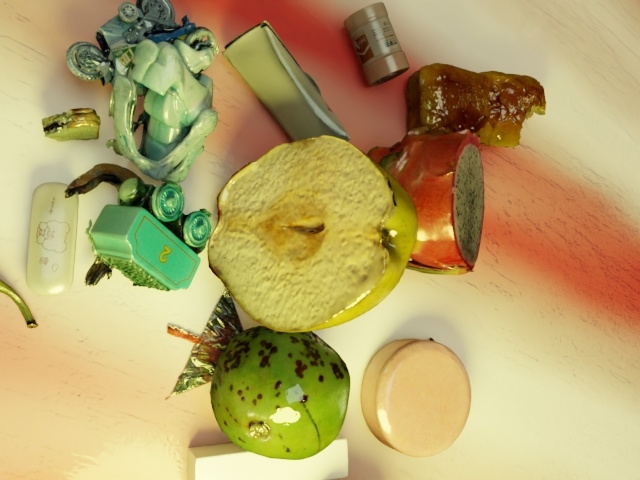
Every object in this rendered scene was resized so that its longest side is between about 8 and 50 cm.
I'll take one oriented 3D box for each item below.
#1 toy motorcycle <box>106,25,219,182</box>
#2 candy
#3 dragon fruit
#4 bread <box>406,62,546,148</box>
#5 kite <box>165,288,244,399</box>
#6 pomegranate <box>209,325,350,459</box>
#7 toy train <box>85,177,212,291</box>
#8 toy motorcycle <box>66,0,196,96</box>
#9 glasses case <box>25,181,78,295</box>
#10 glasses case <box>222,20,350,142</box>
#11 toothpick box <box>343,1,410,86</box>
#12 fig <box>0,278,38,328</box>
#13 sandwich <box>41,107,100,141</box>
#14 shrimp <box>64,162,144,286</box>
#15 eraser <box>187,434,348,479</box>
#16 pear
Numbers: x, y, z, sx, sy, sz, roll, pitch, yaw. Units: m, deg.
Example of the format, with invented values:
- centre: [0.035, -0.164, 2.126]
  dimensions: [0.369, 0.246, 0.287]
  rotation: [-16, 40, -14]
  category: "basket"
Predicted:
- centre: [-0.263, -0.228, 0.970]
  dimensions: [0.154, 0.260, 0.206]
  rotation: [33, 39, 20]
  category: "toy motorcycle"
- centre: [0.208, 0.325, 1.212]
  dimensions: [0.255, 0.094, 0.256]
  rotation: [2, 84, -23]
  category: "candy"
- centre: [0.203, -0.082, 1.161]
  dimensions: [0.305, 0.225, 0.306]
  rotation: [-11, 102, -63]
  category: "dragon fruit"
- centre: [0.381, -0.309, 1.343]
  dimensions: [0.380, 0.109, 0.186]
  rotation: [-2, 86, -26]
  category: "bread"
- centre: [-0.208, 0.208, 1.080]
  dimensions: [0.189, 0.009, 0.232]
  rotation: [28, 74, -20]
  category: "kite"
- centre: [-0.064, 0.263, 1.024]
  dimensions: [0.254, 0.270, 0.255]
  rotation: [3, 103, 15]
  category: "pomegranate"
- centre: [-0.284, -0.008, 0.972]
  dimensions: [0.203, 0.112, 0.163]
  rotation: [50, 52, -49]
  category: "toy train"
- centre: [-0.334, -0.352, 1.034]
  dimensions: [0.135, 0.092, 0.254]
  rotation: [49, 59, -22]
  category: "toy motorcycle"
- centre: [-0.455, -0.003, 0.966]
  dimensions: [0.074, 0.049, 0.194]
  rotation: [5, 84, -25]
  category: "glasses case"
- centre: [-0.055, -0.291, 1.132]
  dimensions: [0.308, 0.128, 0.083]
  rotation: [52, 44, -12]
  category: "glasses case"
- centre: [0.123, -0.426, 1.240]
  dimensions: [0.098, 0.098, 0.149]
  rotation: [-25, 95, -24]
  category: "toothpick box"
- centre: [-0.544, 0.067, 0.898]
  dimensions: [0.236, 0.124, 0.124]
  rotation: [40, 70, -36]
  category: "fig"
- centre: [-0.424, -0.198, 0.969]
  dimensions: [0.093, 0.105, 0.036]
  rotation: [-9, 89, -28]
  category: "sandwich"
- centre: [-0.376, -0.033, 0.977]
  dimensions: [0.152, 0.046, 0.220]
  rotation: [40, 61, -44]
  category: "shrimp"
- centre: [-0.097, 0.421, 1.074]
  dimensions: [0.298, 0.078, 0.076]
  rotation: [2, 84, -25]
  category: "eraser"
- centre: [0.000, 0.000, 1.021]
  dimensions: [0.191, 0.386, 0.341]
  rotation: [22, 80, -53]
  category: "pear"
